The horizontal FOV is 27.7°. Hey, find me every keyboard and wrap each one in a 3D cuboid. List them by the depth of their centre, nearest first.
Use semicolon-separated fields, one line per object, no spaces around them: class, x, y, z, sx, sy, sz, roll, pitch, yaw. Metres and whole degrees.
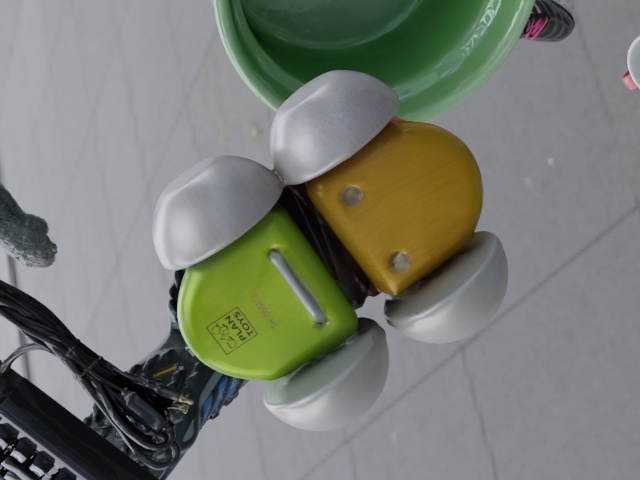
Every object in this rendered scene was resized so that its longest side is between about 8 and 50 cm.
keyboard;-0.190;0.087;0.722;0.201;0.317;0.033;-45;11;41

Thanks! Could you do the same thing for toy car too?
toy car;0.000;0.000;0.720;0.159;0.182;0.136;54;178;-17

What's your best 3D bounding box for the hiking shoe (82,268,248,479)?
hiking shoe;-0.126;0.150;1.282;0.113;0.132;0.304;25;78;33

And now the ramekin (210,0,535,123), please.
ramekin;0.034;-0.260;1.184;0.148;0.303;0.303;-122;34;-54

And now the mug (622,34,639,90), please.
mug;0.481;-0.271;1.729;0.150;0.169;0.113;8;131;41

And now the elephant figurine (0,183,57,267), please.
elephant figurine;-0.356;-0.050;1.018;0.186;0.169;0.239;-11;106;36

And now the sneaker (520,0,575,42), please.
sneaker;0.224;-0.250;1.499;0.063;0.170;0.075;-51;38;42
